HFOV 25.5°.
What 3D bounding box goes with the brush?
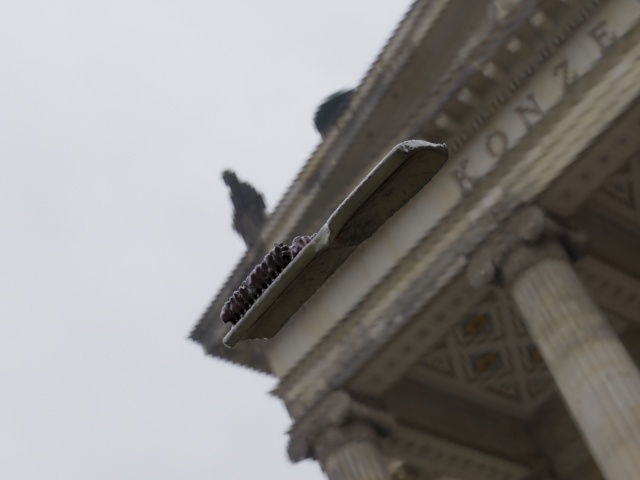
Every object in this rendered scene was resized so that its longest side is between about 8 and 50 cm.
[{"bbox_3d":[0.000,0.000,0.935,0.043,0.036,0.248,-12,-23,-38],"label":"brush"}]
